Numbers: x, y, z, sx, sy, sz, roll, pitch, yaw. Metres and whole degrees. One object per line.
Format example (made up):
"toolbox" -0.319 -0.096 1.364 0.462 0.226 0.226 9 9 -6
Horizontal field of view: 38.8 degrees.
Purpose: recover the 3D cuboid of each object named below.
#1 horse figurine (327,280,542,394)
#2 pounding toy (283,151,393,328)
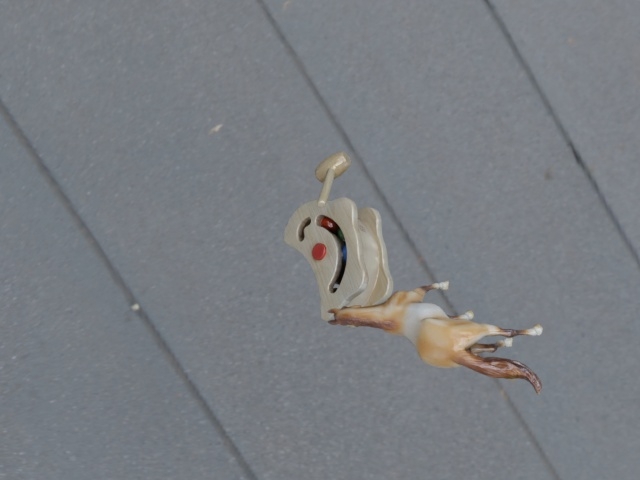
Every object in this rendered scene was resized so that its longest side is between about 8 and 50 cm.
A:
"horse figurine" 0.151 0.109 1.111 0.174 0.263 0.066 -6 112 -33
"pounding toy" 0.000 0.000 1.462 0.154 0.154 0.270 19 53 -45
